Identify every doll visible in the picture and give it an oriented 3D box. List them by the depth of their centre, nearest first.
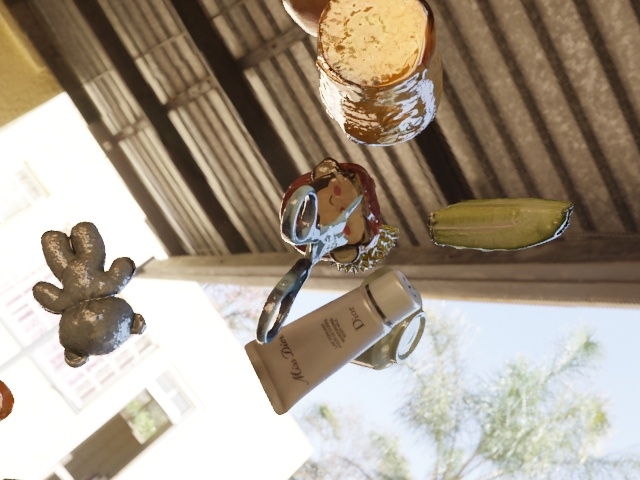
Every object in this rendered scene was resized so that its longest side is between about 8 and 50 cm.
[{"bbox_3d":[-0.552,0.123,1.736,0.340,0.246,0.158,62,-15,21],"label":"doll"}]

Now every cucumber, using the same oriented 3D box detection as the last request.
[{"bbox_3d":[0.414,-0.036,1.620,0.325,0.145,0.105,-2,-76,42],"label":"cucumber"}]

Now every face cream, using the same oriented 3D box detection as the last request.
[{"bbox_3d":[0.022,0.163,1.244,0.143,0.314,0.089,60,14,18],"label":"face cream"}]

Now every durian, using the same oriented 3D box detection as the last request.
[{"bbox_3d":[0.074,-0.015,1.882,0.172,0.307,0.166,113,-28,-43],"label":"durian"}]

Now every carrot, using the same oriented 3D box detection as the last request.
[{"bbox_3d":[0.105,-0.294,1.266,0.224,0.224,0.340,45,-4,11],"label":"carrot"}]

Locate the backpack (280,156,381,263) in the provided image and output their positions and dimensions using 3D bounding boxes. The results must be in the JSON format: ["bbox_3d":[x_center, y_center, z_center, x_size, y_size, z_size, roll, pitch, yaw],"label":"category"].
[{"bbox_3d":[0.018,-0.059,1.536,0.229,0.139,0.229,3,-83,22],"label":"backpack"}]

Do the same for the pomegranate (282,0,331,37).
[{"bbox_3d":[0.034,-0.535,1.511,0.229,0.251,0.270,1,-21,2],"label":"pomegranate"}]

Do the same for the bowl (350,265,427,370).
[{"bbox_3d":[0.133,0.166,1.422,0.112,0.211,0.211,26,-35,30],"label":"bowl"}]

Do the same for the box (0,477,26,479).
[{"bbox_3d":[-0.605,0.538,1.443,0.126,0.031,0.091,62,5,26],"label":"box"}]

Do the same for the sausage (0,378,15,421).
[{"bbox_3d":[-0.488,0.217,0.932,0.089,0.179,0.089,177,-90,-69],"label":"sausage"}]

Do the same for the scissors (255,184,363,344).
[{"bbox_3d":[0.000,0.000,1.206,0.029,0.383,0.255,20,-68,16],"label":"scissors"}]
